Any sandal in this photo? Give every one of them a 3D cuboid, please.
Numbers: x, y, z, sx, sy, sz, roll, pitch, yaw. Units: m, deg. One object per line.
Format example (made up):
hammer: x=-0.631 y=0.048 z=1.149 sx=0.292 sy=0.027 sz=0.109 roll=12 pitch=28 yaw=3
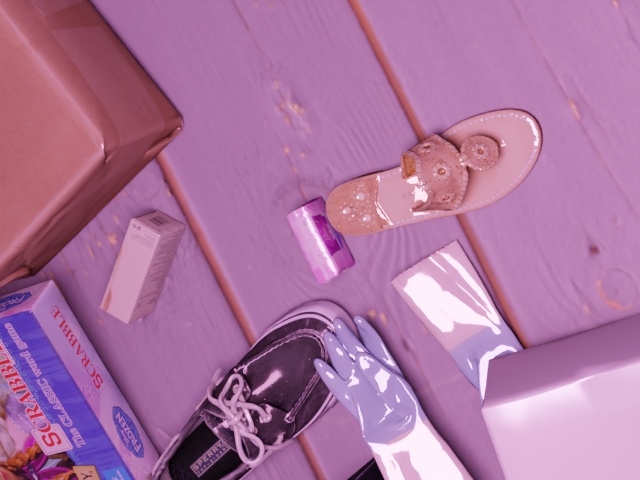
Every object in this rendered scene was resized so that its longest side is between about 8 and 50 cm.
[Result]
sandal: x=0.103 y=-0.055 z=1.431 sx=0.240 sy=0.079 sz=0.088 roll=-21 pitch=93 yaw=26

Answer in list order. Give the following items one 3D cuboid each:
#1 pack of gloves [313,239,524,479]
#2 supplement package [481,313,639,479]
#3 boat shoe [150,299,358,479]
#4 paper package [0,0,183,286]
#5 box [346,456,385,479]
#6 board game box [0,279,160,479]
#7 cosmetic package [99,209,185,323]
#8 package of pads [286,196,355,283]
pack of gloves: x=0.119 y=0.149 z=1.483 sx=0.195 sy=0.046 sz=0.232 roll=-33 pitch=82 yaw=8
supplement package: x=0.284 y=0.223 z=1.332 sx=0.199 sy=0.198 sz=0.263 roll=-18 pitch=95 yaw=10
boat shoe: x=-0.081 y=0.186 z=1.552 sx=0.306 sy=0.105 sz=0.113 roll=-42 pitch=85 yaw=25
paper package: x=-0.367 y=-0.146 z=1.564 sx=0.309 sy=0.168 sz=0.325 roll=-42 pitch=85 yaw=27
box: x=0.012 y=0.337 z=1.523 sx=0.108 sy=0.153 sz=0.207 roll=49 pitch=116 yaw=5
board game box: x=-0.364 y=0.225 z=1.652 sx=0.318 sy=0.066 sz=0.319 roll=-17 pitch=114 yaw=26
cosmetic package: x=-0.195 y=0.028 z=1.590 sx=0.041 sy=0.060 sz=0.115 roll=29 pitch=110 yaw=16
package of pads: x=0.000 y=0.000 z=1.504 sx=0.032 sy=0.050 sz=0.083 roll=-26 pitch=92 yaw=26
